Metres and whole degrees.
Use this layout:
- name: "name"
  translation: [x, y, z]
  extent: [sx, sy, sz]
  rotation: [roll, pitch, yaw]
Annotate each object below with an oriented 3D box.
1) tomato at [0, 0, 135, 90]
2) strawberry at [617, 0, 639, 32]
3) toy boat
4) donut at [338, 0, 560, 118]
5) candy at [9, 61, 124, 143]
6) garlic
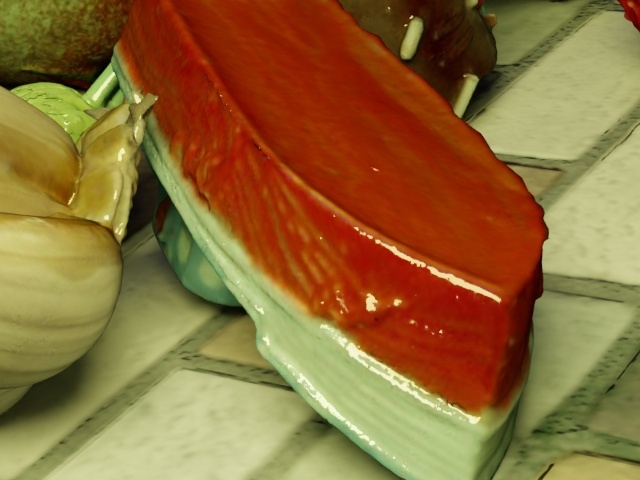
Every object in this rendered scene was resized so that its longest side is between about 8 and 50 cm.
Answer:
- name: "tomato"
  translation: [-0.205, -0.249, 1.239]
  extent: [0.304, 0.239, 0.303]
  rotation: [2, 29, -1]
- name: "strawberry"
  translation: [0.262, -0.132, 1.069]
  extent: [0.190, 0.111, 0.236]
  rotation: [-2, 47, -13]
- name: "toy boat"
  translation: [0.000, 0.000, 0.829]
  extent: [0.145, 0.133, 0.332]
  rotation: [1, 32, -28]
- name: "donut"
  translation: [0.073, -0.236, 1.137]
  extent: [0.136, 0.259, 0.345]
  rotation: [-1, 24, 31]
- name: "candy"
  translation: [-0.077, -0.130, 0.977]
  extent: [0.335, 0.093, 0.092]
  rotation: [-51, 1, -7]
- name: "garlic"
  translation: [-0.165, -0.044, 0.799]
  extent: [0.207, 0.256, 0.207]
  rotation: [-6, 20, 2]
